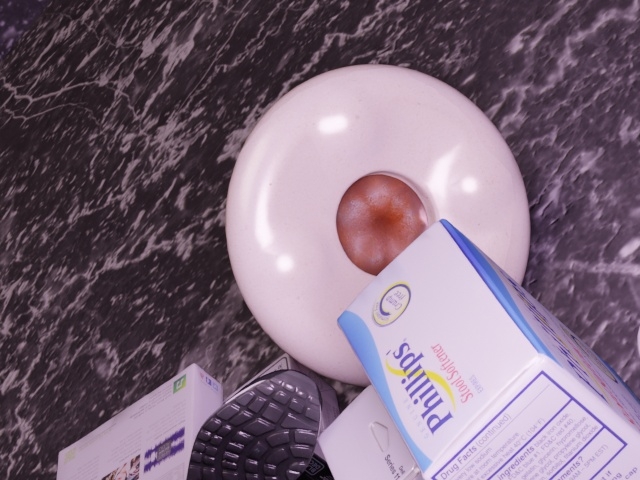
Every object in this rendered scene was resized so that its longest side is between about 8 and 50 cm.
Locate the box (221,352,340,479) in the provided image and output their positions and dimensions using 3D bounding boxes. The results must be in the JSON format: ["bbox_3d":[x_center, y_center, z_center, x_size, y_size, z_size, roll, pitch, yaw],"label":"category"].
[{"bbox_3d":[-0.107,0.281,2.030,0.290,0.087,0.169,-38,33,17],"label":"box"}]

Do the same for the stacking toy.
[{"bbox_3d":[0.000,0.000,2.073,0.350,0.350,0.480,-58,14,-15],"label":"stacking toy"}]

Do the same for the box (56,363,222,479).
[{"bbox_3d":[-0.210,0.318,1.984,0.232,0.058,0.322,-34,34,24],"label":"box"}]

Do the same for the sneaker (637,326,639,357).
[{"bbox_3d":[0.410,0.123,1.494,0.323,0.130,0.236,-20,37,31],"label":"sneaker"}]

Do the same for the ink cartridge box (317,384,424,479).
[{"bbox_3d":[0.108,0.250,1.667,0.087,0.208,0.153,-44,30,10],"label":"ink cartridge box"}]

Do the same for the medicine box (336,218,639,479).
[{"bbox_3d":[0.188,0.162,1.582,0.149,0.289,0.263,-45,31,8],"label":"medicine box"}]

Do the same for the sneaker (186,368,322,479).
[{"bbox_3d":[-0.079,0.210,1.755,0.283,0.107,0.124,-59,7,34],"label":"sneaker"}]
